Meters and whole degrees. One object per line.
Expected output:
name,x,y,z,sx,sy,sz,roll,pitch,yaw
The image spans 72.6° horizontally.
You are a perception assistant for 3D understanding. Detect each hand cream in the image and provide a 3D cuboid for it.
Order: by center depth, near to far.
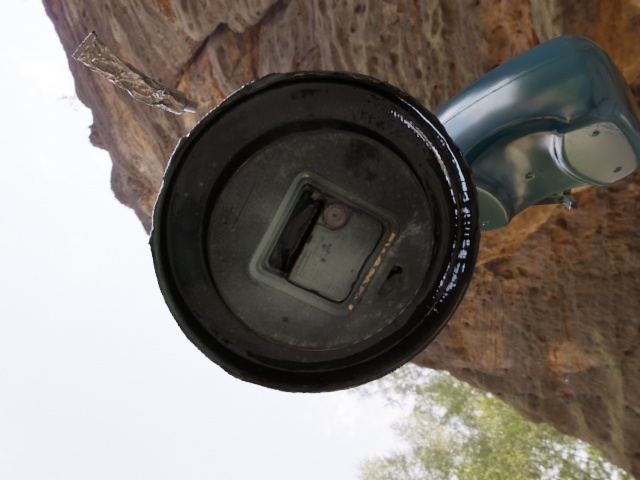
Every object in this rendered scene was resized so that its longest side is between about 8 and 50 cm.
hand cream,-0.380,-0.337,0.929,0.256,0.084,0.050,24,-127,-43

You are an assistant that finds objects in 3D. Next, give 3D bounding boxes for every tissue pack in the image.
tissue pack,0.300,-0.161,0.661,0.198,0.287,0.206,27,-131,-35

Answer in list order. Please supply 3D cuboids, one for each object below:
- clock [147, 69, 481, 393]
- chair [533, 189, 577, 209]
clock,0.000,0.000,0.528,0.385,0.076,0.387,-2,-73,-8
chair,0.426,-0.152,0.907,0.270,0.147,0.137,-46,-52,-67
